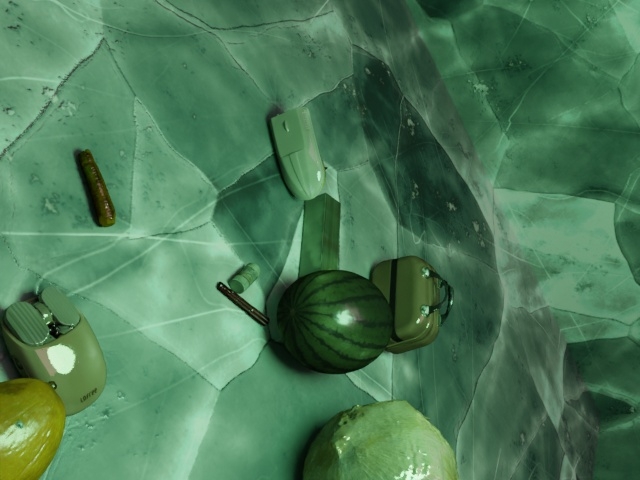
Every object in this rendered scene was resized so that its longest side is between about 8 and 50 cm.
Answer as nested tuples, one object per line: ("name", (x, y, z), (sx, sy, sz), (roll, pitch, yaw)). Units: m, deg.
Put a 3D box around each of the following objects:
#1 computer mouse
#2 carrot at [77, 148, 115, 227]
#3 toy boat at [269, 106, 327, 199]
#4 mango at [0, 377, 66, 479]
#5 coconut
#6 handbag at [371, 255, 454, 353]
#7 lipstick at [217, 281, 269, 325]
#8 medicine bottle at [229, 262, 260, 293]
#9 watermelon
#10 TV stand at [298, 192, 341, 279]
("computer mouse", (-0.483, 0.207, 1.119), (0.145, 0.082, 0.236), (-31, 101, -52))
("carrot", (-0.478, -0.112, 1.296), (0.042, 0.042, 0.170), (-19, 87, -53))
("toy boat", (-0.058, -0.256, 1.817), (0.141, 0.141, 0.269), (-26, 98, -53))
("mango", (-0.546, 0.350, 0.926), (0.359, 0.144, 0.186), (-41, 114, -46))
("coconut", (0.139, 0.582, 1.507), (0.405, 0.405, 0.404), (24, 57, -45))
("handbag", (0.294, 0.194, 1.940), (0.149, 0.283, 0.301), (38, 48, -39))
("lipstick", (-0.197, 0.162, 1.547), (0.176, 0.027, 0.027), (44, 45, -30))
("medicine bottle", (-0.193, 0.097, 1.561), (0.047, 0.047, 0.083), (60, 39, -15))
("watermelon", (0.048, 0.218, 1.625), (0.360, 0.279, 0.278), (10, 67, -48))
("TV stand", (0.000, 0.000, 1.811), (0.083, 0.088, 0.269), (33, 51, -42))
